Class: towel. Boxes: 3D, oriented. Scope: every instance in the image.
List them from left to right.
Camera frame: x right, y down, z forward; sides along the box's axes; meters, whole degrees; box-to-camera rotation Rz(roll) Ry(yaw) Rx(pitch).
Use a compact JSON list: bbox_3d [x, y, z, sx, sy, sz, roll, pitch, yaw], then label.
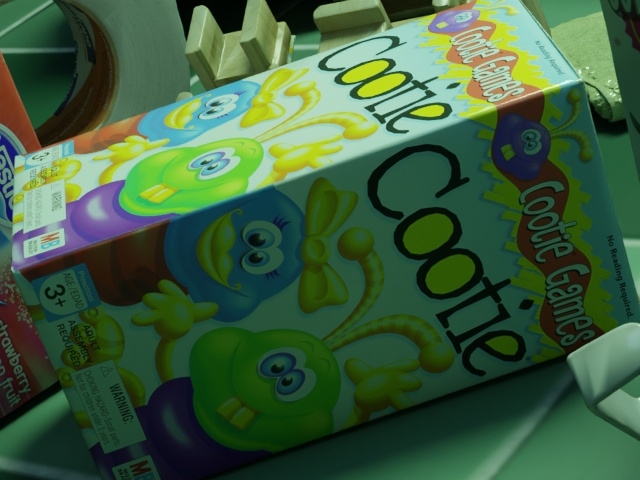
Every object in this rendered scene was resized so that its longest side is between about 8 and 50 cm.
[{"bbox_3d":[0.205,-0.120,1.141,0.110,0.027,0.148,-19,24,-4],"label":"towel"}]

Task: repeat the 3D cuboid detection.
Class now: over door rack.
[{"bbox_3d":[0.267,0.076,0.530,0.324,0.108,0.239,-27,53,9],"label":"over door rack"}]

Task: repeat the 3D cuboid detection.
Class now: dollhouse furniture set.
[{"bbox_3d":[0.046,-0.108,1.149,0.212,0.161,0.242,-9,49,20],"label":"dollhouse furniture set"}]

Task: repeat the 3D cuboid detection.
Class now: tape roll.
[{"bbox_3d":[-0.197,-0.109,1.165,0.219,0.219,0.072,-28,29,-19],"label":"tape roll"}]

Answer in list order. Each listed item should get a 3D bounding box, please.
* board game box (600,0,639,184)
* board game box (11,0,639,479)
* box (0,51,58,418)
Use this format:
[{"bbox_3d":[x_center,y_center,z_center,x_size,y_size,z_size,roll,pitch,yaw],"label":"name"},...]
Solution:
[{"bbox_3d":[0.239,-0.126,0.810,0.224,0.303,0.097,-32,29,-26],"label":"board game box"},{"bbox_3d":[0.000,0.000,0.902,0.275,0.144,0.142,-19,26,0],"label":"board game box"},{"bbox_3d":[-0.229,-0.030,0.981,0.128,0.256,0.123,-34,28,-29],"label":"box"}]
